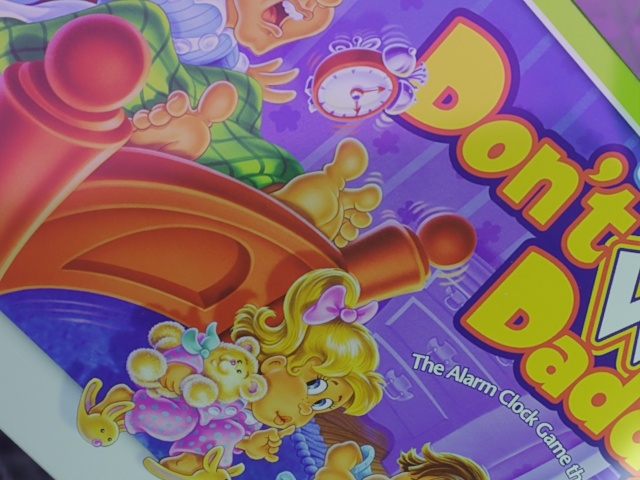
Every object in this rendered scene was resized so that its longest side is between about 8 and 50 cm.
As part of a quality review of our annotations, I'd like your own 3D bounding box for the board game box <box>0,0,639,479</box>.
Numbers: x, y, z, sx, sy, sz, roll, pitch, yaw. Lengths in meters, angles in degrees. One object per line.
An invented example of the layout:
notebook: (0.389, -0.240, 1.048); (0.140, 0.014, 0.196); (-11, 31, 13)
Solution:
board game box: (0.000, 0.000, 0.486); (0.233, 0.078, 0.347); (-41, 104, 10)
